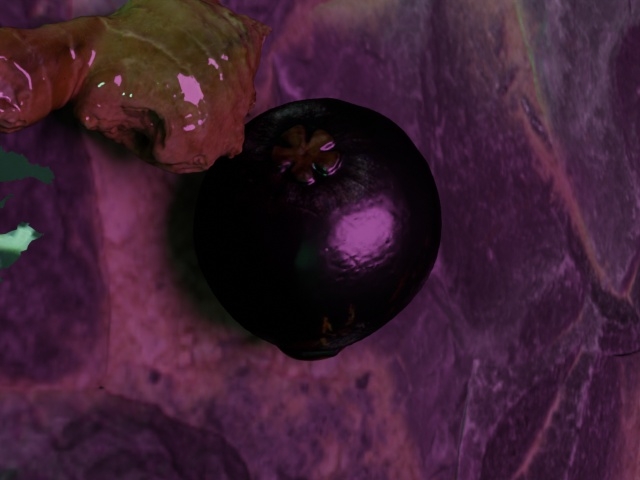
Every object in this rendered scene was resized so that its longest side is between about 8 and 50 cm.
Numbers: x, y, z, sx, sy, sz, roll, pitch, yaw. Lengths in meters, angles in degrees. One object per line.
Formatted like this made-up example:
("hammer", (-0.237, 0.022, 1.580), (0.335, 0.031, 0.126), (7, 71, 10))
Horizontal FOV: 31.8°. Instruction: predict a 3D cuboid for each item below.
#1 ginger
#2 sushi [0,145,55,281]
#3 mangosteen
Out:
("ginger", (-0.093, -0.069, 0.530), (0.165, 0.067, 0.096), (-24, 85, -37))
("sushi", (-0.248, 0.041, 0.284), (0.290, 0.264, 0.050), (-59, 170, -30))
("mangosteen", (0.000, 0.000, 0.600), (0.151, 0.137, 0.137), (85, 27, -58))
